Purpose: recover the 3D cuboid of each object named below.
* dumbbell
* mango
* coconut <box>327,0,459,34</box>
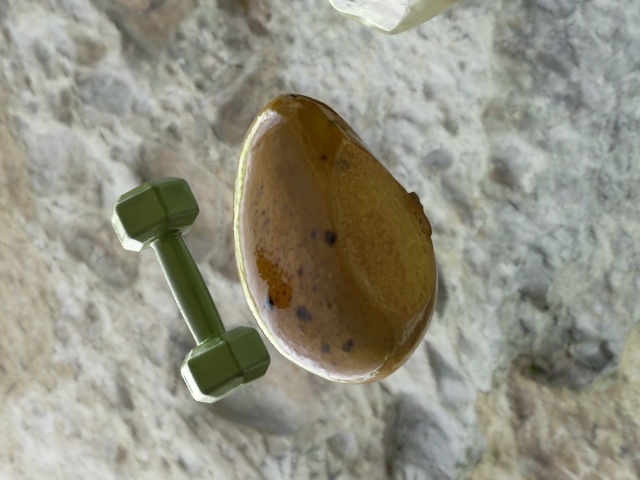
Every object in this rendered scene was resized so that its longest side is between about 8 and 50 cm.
[{"bbox_3d":[-0.175,0.064,1.405,0.302,0.108,0.121,65,-22,6],"label":"dumbbell"},{"bbox_3d":[0.000,0.000,1.023,0.191,0.159,0.290,-24,-98,51],"label":"mango"},{"bbox_3d":[0.101,-0.367,1.315,0.224,0.224,0.224,24,-48,30],"label":"coconut"}]
